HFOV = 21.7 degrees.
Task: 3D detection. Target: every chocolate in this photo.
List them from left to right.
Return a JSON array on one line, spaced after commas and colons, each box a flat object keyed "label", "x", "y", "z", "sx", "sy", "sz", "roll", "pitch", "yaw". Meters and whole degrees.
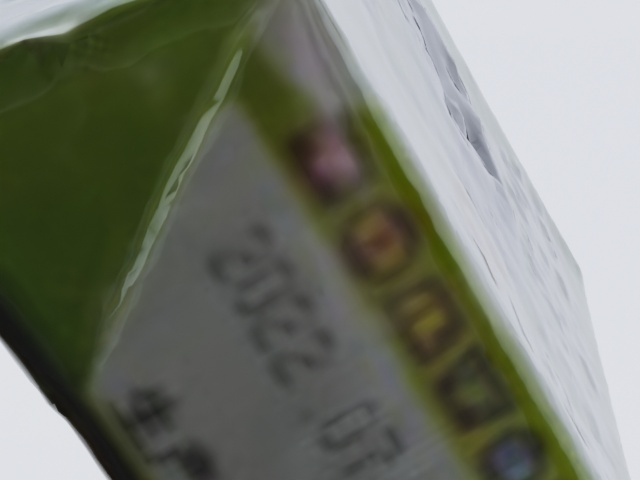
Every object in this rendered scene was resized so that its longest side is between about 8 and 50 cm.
[{"label": "chocolate", "x": 0.000, "y": 0.000, "z": 0.609, "sx": 0.137, "sy": 0.301, "sz": 0.289, "roll": -26, "pitch": -70, "yaw": 14}]
